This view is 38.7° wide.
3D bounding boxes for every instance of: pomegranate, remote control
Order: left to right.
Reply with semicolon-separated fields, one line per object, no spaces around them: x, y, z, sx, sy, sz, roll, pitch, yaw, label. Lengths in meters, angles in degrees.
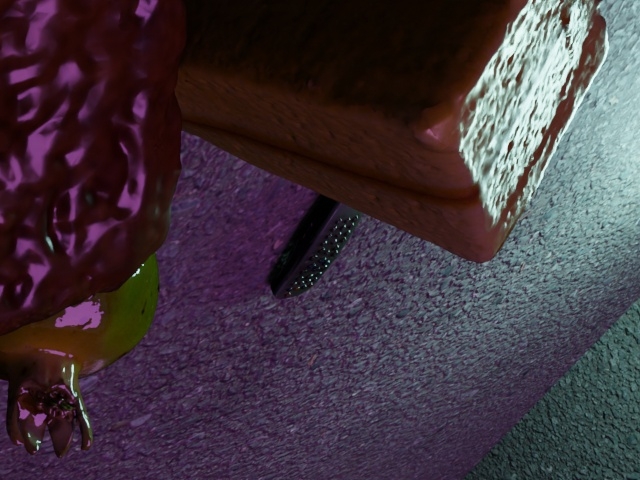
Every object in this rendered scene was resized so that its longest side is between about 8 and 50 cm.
-0.232;0.063;0.811;0.198;0.246;0.198;-27;173;-4;pomegranate
0.000;0.000;1.201;0.072;0.042;0.222;-9;143;-42;remote control

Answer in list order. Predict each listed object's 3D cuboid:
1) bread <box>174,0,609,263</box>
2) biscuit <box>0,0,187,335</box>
0.012;-0.162;0.749;0.244;0.362;0.233;-62;152;-12;bread
-0.261;-0.085;0.534;0.395;0.166;0.342;-23;138;-37;biscuit
